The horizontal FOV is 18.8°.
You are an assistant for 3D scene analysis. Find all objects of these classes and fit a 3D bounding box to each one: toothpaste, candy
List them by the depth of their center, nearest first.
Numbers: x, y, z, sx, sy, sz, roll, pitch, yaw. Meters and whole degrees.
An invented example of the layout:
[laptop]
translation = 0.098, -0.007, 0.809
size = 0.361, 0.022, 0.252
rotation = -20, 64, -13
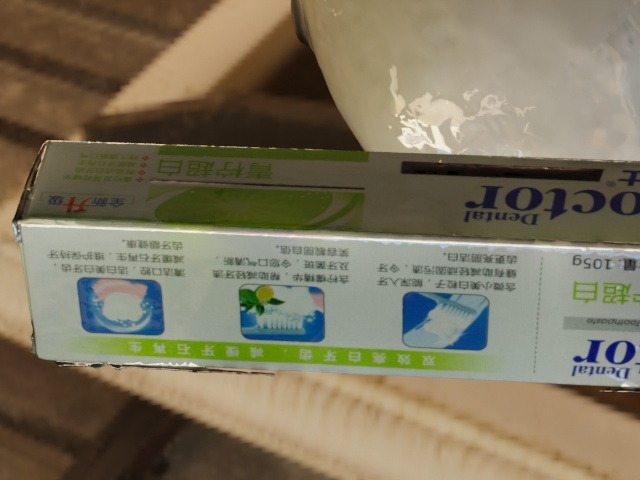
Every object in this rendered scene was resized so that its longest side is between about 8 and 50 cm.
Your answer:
[toothpaste]
translation = 0.042, 0.012, 0.837
size = 0.336, 0.081, 0.067
rotation = 2, -141, 4
[candy]
translation = 0.139, -0.213, 1.278
size = 0.386, 0.186, 0.427
rotation = -6, -108, -46
